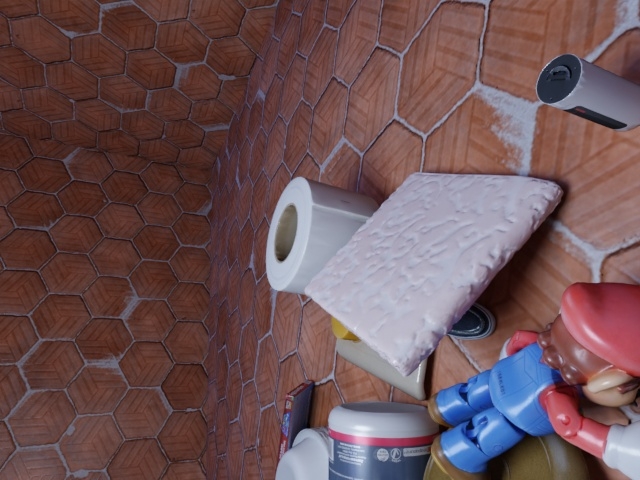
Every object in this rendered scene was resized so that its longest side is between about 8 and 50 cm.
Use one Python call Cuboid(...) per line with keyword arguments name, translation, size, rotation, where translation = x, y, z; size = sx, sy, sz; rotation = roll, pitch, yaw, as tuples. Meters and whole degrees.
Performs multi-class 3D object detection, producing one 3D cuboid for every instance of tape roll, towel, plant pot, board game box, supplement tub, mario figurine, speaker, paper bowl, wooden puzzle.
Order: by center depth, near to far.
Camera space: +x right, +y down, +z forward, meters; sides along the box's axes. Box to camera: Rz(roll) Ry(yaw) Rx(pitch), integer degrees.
Cuboid(name="mario figurine", translation=(0.281, 0.180, 0.478), size=(0.320, 0.170, 0.198), rotation=(-50, 49, 33))
Cuboid(name="speaker", translation=(0.316, -0.168, 0.486), size=(0.055, 0.136, 0.055), rotation=(-26, 60, 60))
Cuboid(name="plant pot", translation=(0.216, 0.311, 0.542), size=(0.236, 0.032, 0.236), rotation=(-43, 16, 16))
Cuboid(name="towel", translation=(0.150, 0.020, 0.673), size=(0.332, 0.053, 0.317), rotation=(-46, 25, -10))
Cuboid(name="supplement tub", translation=(0.106, 0.421, 0.704), size=(0.191, 0.191, 0.273), rotation=(-26, 61, 61))
Cuboid(name="wooden puzzle", translation=(0.117, 0.118, 0.895), size=(0.322, 0.080, 0.348), rotation=(1, 84, 65))
Cuboid(name="tape roll", translation=(0.000, 0.000, 0.917), size=(0.246, 0.169, 0.246), rotation=(-41, 43, 54))
Cuboid(name="paper bowl", translation=(-0.009, 0.580, 0.961), size=(0.284, 0.148, 0.285), rotation=(-174, 90, -65))
Cuboid(name="board game box", translation=(-0.072, 0.533, 1.136), size=(0.027, 0.145, 0.282), rotation=(8, 91, 21))

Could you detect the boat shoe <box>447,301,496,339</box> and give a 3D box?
Cuboid(name="boat shoe", translation=(0.181, 0.117, 0.686), size=(0.183, 0.083, 0.065), rotation=(12, 90, 39))
